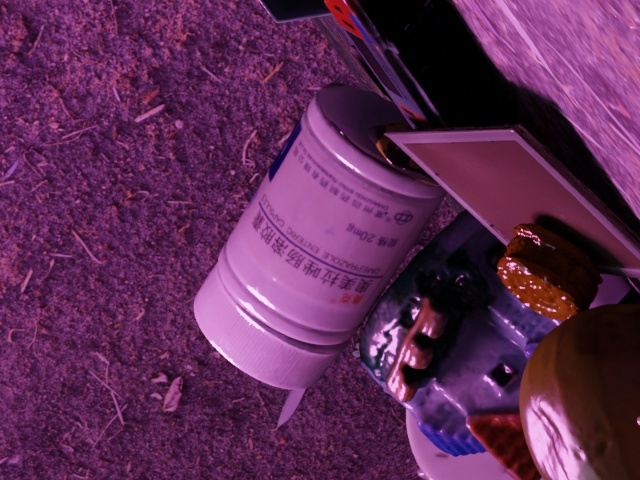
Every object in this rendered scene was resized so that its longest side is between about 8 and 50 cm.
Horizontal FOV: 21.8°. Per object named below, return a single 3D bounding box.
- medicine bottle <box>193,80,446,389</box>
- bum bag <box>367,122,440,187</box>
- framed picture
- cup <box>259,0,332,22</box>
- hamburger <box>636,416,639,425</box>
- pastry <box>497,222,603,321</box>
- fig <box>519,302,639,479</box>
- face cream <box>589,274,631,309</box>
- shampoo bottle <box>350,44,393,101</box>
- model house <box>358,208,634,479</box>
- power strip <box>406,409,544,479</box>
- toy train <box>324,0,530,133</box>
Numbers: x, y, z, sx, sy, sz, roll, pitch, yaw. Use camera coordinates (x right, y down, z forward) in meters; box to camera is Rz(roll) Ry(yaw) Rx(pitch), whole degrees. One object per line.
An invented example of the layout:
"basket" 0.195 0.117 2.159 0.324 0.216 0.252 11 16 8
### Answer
"medicine bottle" 0.000 0.000 1.951 0.190 0.332 0.190 25 -153 -14
"bum bag" 0.136 -0.101 1.825 0.107 0.060 0.232 41 -151 20
"framed picture" 0.191 -0.040 1.570 0.217 0.017 0.274 42 167 -20
"cup" -0.036 -0.327 1.886 0.235 0.148 0.134 -123 26 -75
"hamburger" 0.380 0.220 1.336 0.286 0.146 0.243 54 176 25
"pastry" 0.217 0.031 1.584 0.097 0.057 0.109 20 160 51
"fig" 0.286 0.165 1.529 0.207 0.207 0.230 51 -152 -24
"face cream" 0.283 0.041 1.813 0.095 0.091 0.091 44 -179 8
"shampoo bottle" 0.099 -0.200 1.866 0.079 0.080 0.246 49 -177 -13
"model house" 0.254 0.155 1.945 0.329 0.295 0.251 46 176 31
"power strip" 0.283 0.238 2.214 0.357 0.357 0.161 53 -176 34
"toy train" 0.114 -0.155 1.633 0.089 0.086 0.409 35 169 47
